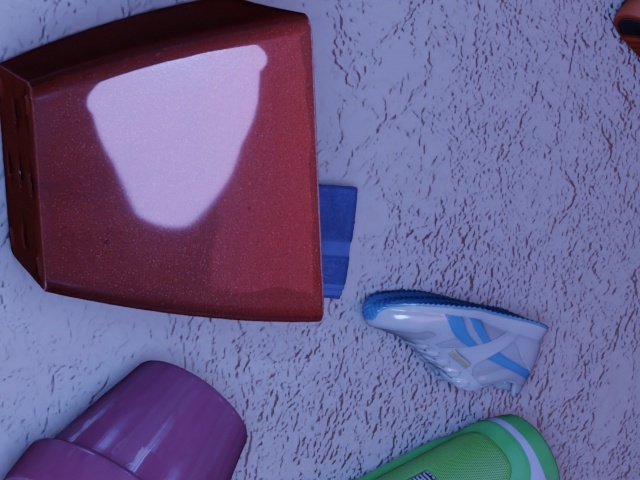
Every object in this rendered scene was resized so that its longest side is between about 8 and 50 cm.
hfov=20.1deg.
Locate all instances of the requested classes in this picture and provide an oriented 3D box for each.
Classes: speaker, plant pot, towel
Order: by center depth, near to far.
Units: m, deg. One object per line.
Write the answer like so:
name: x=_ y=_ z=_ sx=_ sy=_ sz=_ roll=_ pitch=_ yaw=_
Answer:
plant pot: x=-0.155 y=-0.069 z=1.607 sx=0.235 sy=0.267 sz=0.267 roll=-7 pitch=103 yaw=-18
plant pot: x=-0.169 y=0.221 z=1.691 sx=0.201 sy=0.201 sz=0.180 roll=52 pitch=56 yaw=-28
towel: x=0.000 y=0.000 z=1.836 sx=0.067 sy=0.029 sz=0.119 roll=5 pitch=97 yaw=-32
speaker: x=0.106 y=0.291 z=1.894 sx=0.296 sy=0.131 sz=0.131 roll=-24 pitch=111 yaw=-26

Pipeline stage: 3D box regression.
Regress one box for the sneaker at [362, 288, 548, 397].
sneaker: x=0.141 y=0.108 z=1.911 sx=0.228 sy=0.087 sz=0.092 roll=15 pitch=94 yaw=-31

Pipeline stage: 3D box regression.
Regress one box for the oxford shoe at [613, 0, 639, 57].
oxford shoe: x=0.446 y=-0.203 z=2.035 sx=0.271 sy=0.097 sz=0.098 roll=43 pitch=71 yaw=-30
